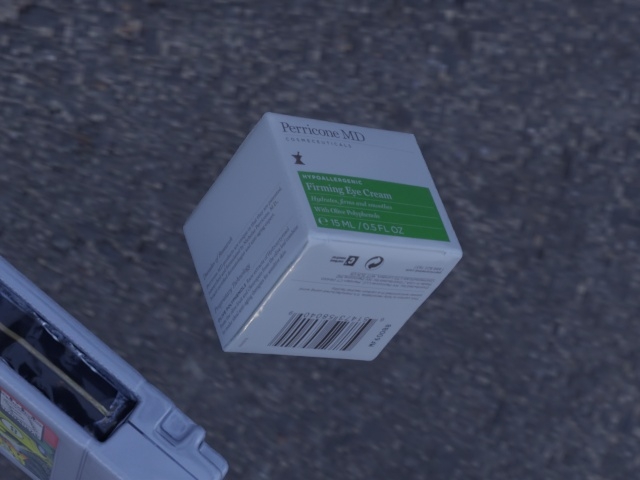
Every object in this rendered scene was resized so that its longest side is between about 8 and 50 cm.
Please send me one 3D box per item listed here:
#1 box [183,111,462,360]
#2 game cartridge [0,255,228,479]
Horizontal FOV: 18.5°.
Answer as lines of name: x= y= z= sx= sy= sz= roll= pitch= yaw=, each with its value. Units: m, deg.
box: x=0.000 y=0.000 z=1.040 sx=0.101 sy=0.087 sz=0.102 roll=6 pitch=138 yaw=-34
game cartridge: x=-0.182 y=0.059 z=1.068 sx=0.294 sy=0.196 sz=0.060 roll=40 pitch=75 yaw=4
